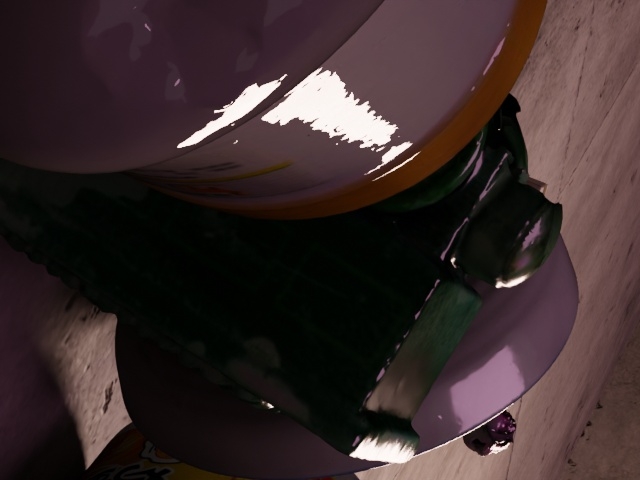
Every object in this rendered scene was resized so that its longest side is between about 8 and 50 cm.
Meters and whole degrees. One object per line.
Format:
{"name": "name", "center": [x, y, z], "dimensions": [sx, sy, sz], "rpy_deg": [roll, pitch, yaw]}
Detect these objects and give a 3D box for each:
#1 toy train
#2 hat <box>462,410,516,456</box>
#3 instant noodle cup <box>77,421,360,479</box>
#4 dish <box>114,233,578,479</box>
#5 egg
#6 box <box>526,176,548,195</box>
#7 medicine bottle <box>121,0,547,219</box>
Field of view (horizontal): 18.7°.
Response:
{"name": "toy train", "center": [-0.018, -0.031, 0.955], "dimensions": [0.202, 0.266, 0.145], "rpy_deg": [-58, 163, 0]}
{"name": "hat", "center": [0.031, 0.093, 1.346], "dimensions": [0.129, 0.227, 0.140], "rpy_deg": [-160, -94, -81]}
{"name": "instant noodle cup", "center": [-0.075, 0.234, 1.131], "dimensions": [0.200, 0.264, 0.264], "rpy_deg": [-60, 163, -52]}
{"name": "dish", "center": [0.000, 0.000, 1.102], "dimensions": [0.273, 0.273, 0.134], "rpy_deg": [-52, 135, -45]}
{"name": "egg", "center": [-0.043, -0.129, 0.521], "dimensions": [0.176, 0.176, 0.232], "rpy_deg": [70, 39, -66]}
{"name": "box", "center": [0.118, 0.025, 1.718], "dimensions": [0.198, 0.109, 0.029], "rpy_deg": [-71, 164, 7]}
{"name": "medicine bottle", "center": [-0.042, -0.136, 0.777], "dimensions": [0.238, 0.238, 0.232], "rpy_deg": [-69, 162, 1]}
